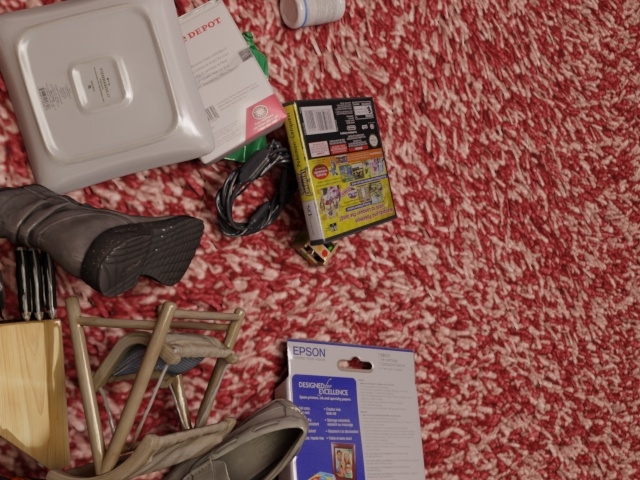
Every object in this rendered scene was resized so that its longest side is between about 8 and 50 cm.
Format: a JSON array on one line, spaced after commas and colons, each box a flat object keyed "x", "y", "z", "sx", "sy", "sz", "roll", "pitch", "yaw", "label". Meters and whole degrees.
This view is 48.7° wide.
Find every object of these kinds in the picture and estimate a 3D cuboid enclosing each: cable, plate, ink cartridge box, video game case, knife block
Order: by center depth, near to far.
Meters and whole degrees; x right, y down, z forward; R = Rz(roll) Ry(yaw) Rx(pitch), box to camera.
[{"x": -0.411, "y": 0.156, "z": 1.019, "sx": 0.276, "sy": 0.088, "sz": 0.242, "roll": 46, "pitch": 66, "yaw": -22, "label": "knife block"}, {"x": -0.326, "y": -0.230, "z": 1.051, "sx": 0.278, "sy": 0.045, "sz": 0.277, "roll": -16, "pitch": 97, "yaw": -5, "label": "plate"}, {"x": -0.176, "y": -0.250, "z": 1.141, "sx": 0.158, "sy": 0.092, "sz": 0.218, "roll": -30, "pitch": 95, "yaw": -6, "label": "ink cartridge box"}, {"x": -0.108, "y": -0.081, "z": 1.227, "sx": 0.184, "sy": 0.047, "sz": 0.150, "roll": -53, "pitch": 150, "yaw": -3, "label": "cable"}, {"x": 0.043, "y": -0.137, "z": 1.304, "sx": 0.275, "sy": 0.035, "sz": 0.248, "roll": -19, "pitch": 98, "yaw": -55, "label": "video game case"}, {"x": 0.058, "y": 0.349, "z": 1.311, "sx": 0.303, "sy": 0.072, "sz": 0.307, "roll": 11, "pitch": 62, "yaw": -32, "label": "ink cartridge box"}]

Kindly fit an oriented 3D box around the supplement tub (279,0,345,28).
[{"x": -0.015, "y": -0.437, "z": 1.317, "sx": 0.107, "sy": 0.071, "sz": 0.071, "roll": -19, "pitch": 98, "yaw": -32, "label": "supplement tub"}]

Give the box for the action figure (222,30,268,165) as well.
[{"x": -0.139, "y": -0.250, "z": 1.231, "sx": 0.137, "sy": 0.063, "sz": 0.232, "roll": 9, "pitch": 86, "yaw": -30, "label": "action figure"}]

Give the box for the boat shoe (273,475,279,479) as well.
[{"x": -0.103, "y": 0.403, "z": 1.228, "sx": 0.152, "sy": 0.049, "sz": 0.056, "roll": 41, "pitch": 69, "yaw": -23, "label": "boat shoe"}]

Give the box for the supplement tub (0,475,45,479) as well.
[{"x": -0.401, "y": 0.394, "z": 0.858, "sx": 0.338, "sy": 0.207, "sz": 0.207, "roll": 54, "pitch": 54, "yaw": -64, "label": "supplement tub"}]

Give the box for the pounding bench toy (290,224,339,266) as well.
[{"x": 0.000, "y": 0.000, "z": 1.314, "sx": 0.065, "sy": 0.052, "sz": 0.083, "roll": 44, "pitch": 66, "yaw": -23, "label": "pounding bench toy"}]

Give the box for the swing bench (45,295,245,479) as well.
[{"x": -0.235, "y": 0.216, "z": 1.018, "sx": 0.253, "sy": 0.165, "sz": 0.255, "roll": 23, "pitch": 69, "yaw": -71, "label": "swing bench"}]

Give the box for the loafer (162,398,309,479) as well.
[{"x": -0.154, "y": 0.376, "z": 1.124, "sx": 0.319, "sy": 0.111, "sz": 0.112, "roll": -41, "pitch": 101, "yaw": -7, "label": "loafer"}]

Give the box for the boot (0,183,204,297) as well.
[{"x": -0.322, "y": -0.022, "z": 1.042, "sx": 0.222, "sy": 0.338, "sz": 0.118, "roll": 23, "pitch": 94, "yaw": 11, "label": "boot"}]
